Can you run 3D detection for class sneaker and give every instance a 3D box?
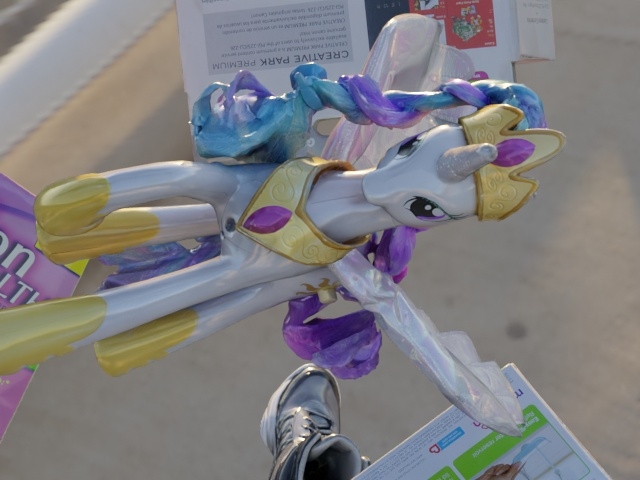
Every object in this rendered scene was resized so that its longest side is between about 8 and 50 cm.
[{"bbox_3d":[-0.001,0.234,1.927,0.153,0.101,0.268,-43,24,46],"label":"sneaker"}]

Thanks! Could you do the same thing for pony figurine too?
[{"bbox_3d":[0.000,0.000,1.119,0.363,0.351,0.303,-15,81,13],"label":"pony figurine"}]

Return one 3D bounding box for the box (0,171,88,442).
[{"bbox_3d":[-0.342,0.051,1.435,0.117,0.213,0.243,-10,50,52],"label":"box"}]

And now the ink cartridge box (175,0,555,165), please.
[{"bbox_3d":[0.036,-0.207,1.488,0.309,0.272,0.130,-2,5,23],"label":"ink cartridge box"}]

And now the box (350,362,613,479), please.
[{"bbox_3d":[0.118,0.269,1.306,0.262,0.127,0.231,-36,62,-9],"label":"box"}]
